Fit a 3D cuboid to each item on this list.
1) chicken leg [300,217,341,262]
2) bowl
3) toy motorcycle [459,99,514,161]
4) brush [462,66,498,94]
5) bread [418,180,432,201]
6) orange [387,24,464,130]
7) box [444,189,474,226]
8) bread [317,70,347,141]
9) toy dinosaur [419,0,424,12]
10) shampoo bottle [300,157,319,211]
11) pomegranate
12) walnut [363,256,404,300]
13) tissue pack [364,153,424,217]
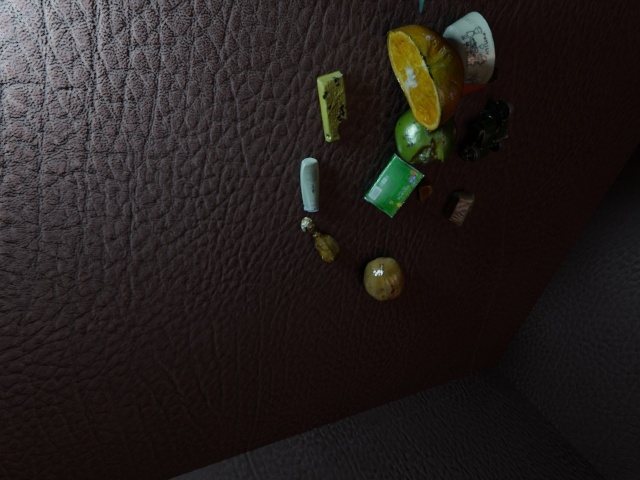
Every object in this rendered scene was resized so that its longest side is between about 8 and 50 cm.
[{"bbox_3d":[0.002,-0.002,1.685,0.087,0.107,0.251,-29,129,14],"label":"chicken leg"},{"bbox_3d":[0.483,-0.638,1.414,0.126,0.238,0.238,-19,134,2],"label":"bowl"},{"bbox_3d":[0.703,-0.460,1.760,0.205,0.127,0.275,-23,140,-14],"label":"toy motorcycle"},{"bbox_3d":[0.560,-0.611,1.598,0.323,0.051,0.070,-24,140,-19],"label":"brush"},{"bbox_3d":[0.469,-0.219,1.839,0.062,0.049,0.103,-5,137,14],"label":"bread"},{"bbox_3d":[0.333,-0.521,1.324,0.274,0.274,0.311,5,87,-35],"label":"orange"},{"bbox_3d":[0.673,-0.159,1.986,0.111,0.111,0.177,1,124,-33],"label":"box"},{"bbox_3d":[0.045,-0.446,1.394,0.088,0.049,0.226,-25,134,-14],"label":"bread"},{"bbox_3d":[0.065,-0.712,1.139,0.374,0.144,0.500,-43,131,11],"label":"toy dinosaur"},{"bbox_3d":[-0.036,-0.203,1.532,0.072,0.049,0.213,-24,134,-21],"label":"shampoo bottle"},{"bbox_3d":[0.399,-0.386,1.576,0.236,0.236,0.302,-40,166,1],"label":"pomegranate"},{"bbox_3d":[0.300,0.180,1.950,0.195,0.195,0.222,-26,138,-13],"label":"walnut"},{"bbox_3d":[0.298,-0.227,1.669,0.148,0.156,0.209,35,109,0],"label":"tissue pack"}]
